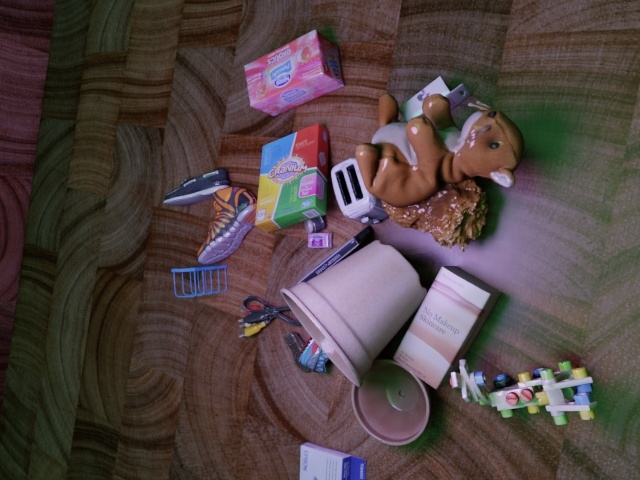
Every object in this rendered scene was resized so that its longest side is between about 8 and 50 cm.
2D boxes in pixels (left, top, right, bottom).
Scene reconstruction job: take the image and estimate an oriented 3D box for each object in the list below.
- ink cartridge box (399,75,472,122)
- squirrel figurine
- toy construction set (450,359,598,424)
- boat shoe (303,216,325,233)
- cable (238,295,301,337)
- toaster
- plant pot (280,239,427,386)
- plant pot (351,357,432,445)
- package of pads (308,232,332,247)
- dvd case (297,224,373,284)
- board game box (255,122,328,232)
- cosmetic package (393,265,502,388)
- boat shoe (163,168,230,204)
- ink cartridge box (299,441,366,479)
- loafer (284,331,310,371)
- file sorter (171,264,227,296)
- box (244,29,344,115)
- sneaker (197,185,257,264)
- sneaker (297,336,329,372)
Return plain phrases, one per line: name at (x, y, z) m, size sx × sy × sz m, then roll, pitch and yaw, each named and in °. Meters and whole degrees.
ink cartridge box at (0.324, -0.393, 1.371) m, size 0.181 × 0.104 × 0.062 m, roll -34°, pitch 72°, yaw 26°
squirrel figurine at (0.328, -0.179, 1.252) m, size 0.370 × 0.281 × 0.397 m, roll 0°, pitch 127°, yaw 25°
toy construction set at (0.488, 0.367, 1.173) m, size 0.327 × 0.215 × 0.151 m, roll -4°, pitch 85°, yaw 32°
boat shoe at (-0.035, -0.122, 1.623) m, size 0.075 × 0.065 × 0.206 m, roll 114°, pitch 144°, yaw -65°
cable at (-0.171, 0.255, 1.701) m, size 0.287 × 0.072 × 0.139 m, roll -11°, pitch 65°, yaw 19°
toaster at (0.121, -0.160, 1.464) m, size 0.129 × 0.146 × 0.227 m, roll -21°, pitch 77°, yaw 29°
plant pot at (0.110, 0.172, 1.341) m, size 0.305 × 0.334 × 0.334 m, roll -39°, pitch 64°, yaw -13°
plant pot at (0.218, 0.455, 1.401) m, size 0.237 × 0.109 × 0.237 m, roll -2°, pitch 86°, yaw 32°
package of pads at (0.000, 0.000, 1.600) m, size 0.083 × 0.032 × 0.050 m, roll -1°, pitch 86°, yaw 32°
dvd case at (0.047, 0.050, 1.485) m, size 0.238 × 0.179 × 0.029 m, roll -39°, pitch 89°, yaw 25°
board game box at (-0.092, -0.204, 1.585) m, size 0.242 × 0.064 × 0.317 m, roll -16°, pitch 59°, yaw 31°
cosmetic package at (0.343, 0.231, 1.320) m, size 0.153 × 0.129 × 0.296 m, roll 31°, pitch 104°, yaw 30°
boat shoe at (-0.477, -0.201, 1.867) m, size 0.302 × 0.114 × 0.091 m, roll -11°, pitch 83°, yaw 19°
ink cartridge box at (0.033, 0.782, 1.540) m, size 0.224 × 0.045 × 0.223 m, roll 1°, pitch 88°, yaw 32°
loafer at (-0.066, 0.367, 1.619) m, size 0.056 × 0.050 × 0.148 m, roll -23°, pitch 92°, yaw 33°
file sorter at (-0.443, 0.148, 1.792) m, size 0.118 × 0.170 × 0.104 m, roll -4°, pitch 90°, yaw 32°
box at (-0.090, -0.547, 1.613) m, size 0.300 × 0.142 × 0.154 m, roll -13°, pitch 82°, yaw 31°
sneaker at (-0.359, -0.067, 1.789) m, size 0.321 × 0.124 × 0.180 m, roll -44°, pitch 62°, yaw 11°
sneaker at (0.045, 0.308, 1.540) m, size 0.125 × 0.104 × 0.262 m, roll 37°, pitch 101°, yaw -2°
